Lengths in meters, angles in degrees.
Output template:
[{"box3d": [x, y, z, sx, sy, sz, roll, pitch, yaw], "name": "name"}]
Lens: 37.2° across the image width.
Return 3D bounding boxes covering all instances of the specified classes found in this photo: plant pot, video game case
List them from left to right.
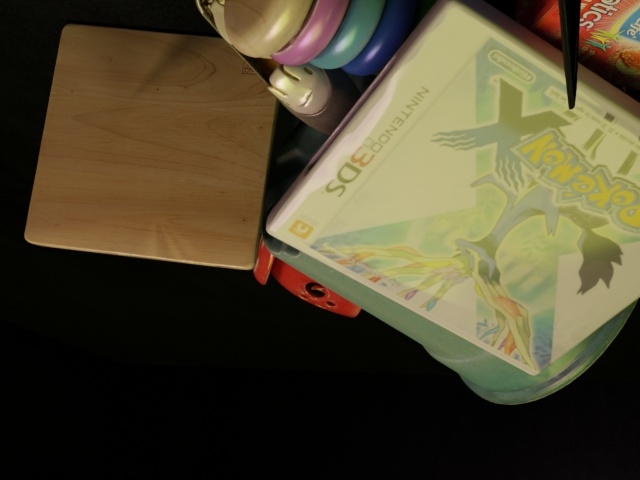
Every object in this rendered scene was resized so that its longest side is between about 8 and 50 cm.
[{"box3d": [0.000, 0.000, 1.422, 0.174, 0.191, 0.191, 19, 161, -2], "name": "plant pot"}, {"box3d": [0.135, -0.033, 1.085, 0.334, 0.341, 0.341, 27, 155, -23], "name": "plant pot"}, {"box3d": [0.162, -0.029, 0.859, 0.329, 0.036, 0.300, 28, 130, -16], "name": "video game case"}]

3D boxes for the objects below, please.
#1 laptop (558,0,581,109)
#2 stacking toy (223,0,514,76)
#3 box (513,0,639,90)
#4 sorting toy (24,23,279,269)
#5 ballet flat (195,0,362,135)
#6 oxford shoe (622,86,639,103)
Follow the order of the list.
[{"box3d": [0.085, -0.242, 0.578, 0.264, 0.234, 0.136, 13, 160, -17], "name": "laptop"}, {"box3d": [0.082, -0.200, 0.899, 0.330, 0.141, 0.141, 13, 162, -31], "name": "stacking toy"}, {"box3d": [0.257, -0.229, 0.712, 0.128, 0.123, 0.257, 14, 161, -11], "name": "box"}, {"box3d": [-0.180, -0.101, 1.093, 0.257, 0.255, 0.089, 7, 171, 5], "name": "sorting toy"}, {"box3d": [-0.044, -0.175, 0.927, 0.072, 0.213, 0.068, -46, 173, 31], "name": "ballet flat"}, {"box3d": [0.470, -0.131, 0.892, 0.363, 0.133, 0.130, -3, 158, 31], "name": "oxford shoe"}]
